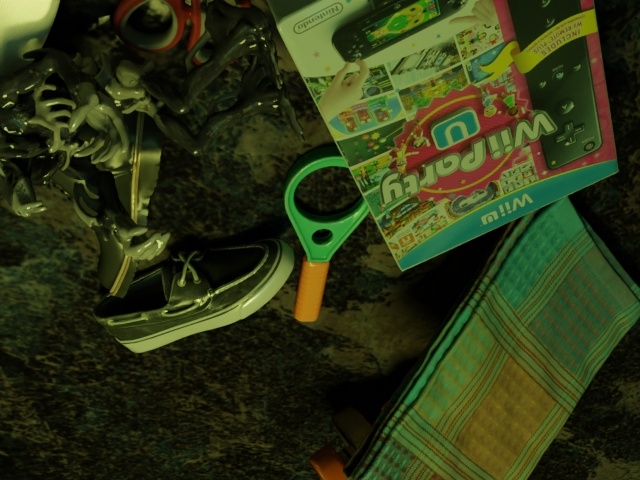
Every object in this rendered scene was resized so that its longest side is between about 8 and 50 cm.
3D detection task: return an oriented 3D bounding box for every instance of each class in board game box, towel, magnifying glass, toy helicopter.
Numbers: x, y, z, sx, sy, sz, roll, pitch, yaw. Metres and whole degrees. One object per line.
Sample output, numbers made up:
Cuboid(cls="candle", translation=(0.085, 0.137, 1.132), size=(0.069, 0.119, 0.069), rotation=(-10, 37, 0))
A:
Cuboid(cls="board game box", translation=(0.110, -0.135, 0.686), size=(0.224, 0.097, 0.303), rotation=(-26, 138, 6))
Cuboid(cls="towel", translation=(0.207, 0.149, 0.908), size=(0.271, 0.040, 0.370), rotation=(41, 81, -38))
Cuboid(cls="magnifying glass", translation=(0.000, 0.000, 0.871), size=(0.092, 0.026, 0.231), rotation=(0, 134, -12))
Cuboid(cls="toy helicopter", translation=(0.123, 0.367, 1.066), size=(0.140, 0.355, 0.235), rotation=(-34, 174, -12))

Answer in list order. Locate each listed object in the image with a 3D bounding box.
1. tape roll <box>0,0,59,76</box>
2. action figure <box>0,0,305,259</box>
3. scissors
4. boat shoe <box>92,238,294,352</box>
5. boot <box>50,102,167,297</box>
Cuboid(cls="tape roll", translation=(-0.361, -0.230, 0.545), size=(0.392, 0.072, 0.392), rotation=(-5, 134, -5))
Cuboid(cls="action figure", translation=(-0.154, -0.076, 0.623), size=(0.275, 0.141, 0.164), rotation=(-22, 151, -4))
Cuboid(cls="scissors", translation=(-0.090, -0.224, 0.583), size=(0.109, 0.021, 0.297), rotation=(6, 149, -10))
Cuboid(cls="boat shoe", translation=(-0.132, 0.049, 0.855), size=(0.219, 0.078, 0.070), rotation=(-26, 134, 16))
Cuboid(cls="boot", translation=(-0.221, -0.045, 0.759), size=(0.137, 0.077, 0.198), rotation=(9, 118, -13))
